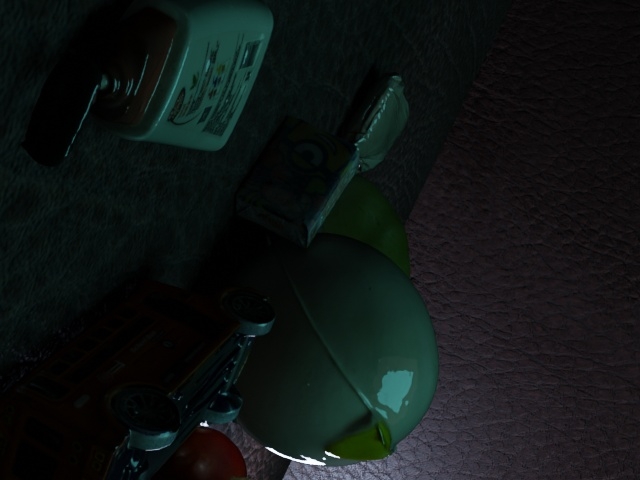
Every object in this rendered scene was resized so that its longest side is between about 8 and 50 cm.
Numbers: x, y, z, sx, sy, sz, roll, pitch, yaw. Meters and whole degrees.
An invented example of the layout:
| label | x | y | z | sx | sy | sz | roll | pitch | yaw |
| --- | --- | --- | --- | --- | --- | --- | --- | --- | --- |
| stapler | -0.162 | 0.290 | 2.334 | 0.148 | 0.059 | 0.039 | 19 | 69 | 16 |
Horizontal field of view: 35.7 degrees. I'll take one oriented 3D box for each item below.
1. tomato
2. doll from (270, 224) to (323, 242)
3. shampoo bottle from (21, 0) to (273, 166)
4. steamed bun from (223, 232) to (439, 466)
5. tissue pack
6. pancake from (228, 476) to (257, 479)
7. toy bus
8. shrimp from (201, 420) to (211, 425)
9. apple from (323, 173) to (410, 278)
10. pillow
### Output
| label | x | y | z | sx | sy | sz | roll | pitch | yaw |
| --- | --- | --- | --- | --- | --- | --- | --- | --- | --- |
| tomato | -0.190 | 0.381 | 1.510 | 0.195 | 0.136 | 0.195 | -61 | 169 | -20 |
| doll | -0.029 | -0.024 | 1.507 | 0.114 | 0.085 | 0.152 | -88 | -170 | -72 |
| shampoo bottle | -0.126 | -0.123 | 0.756 | 0.153 | 0.071 | 0.284 | -65 | 169 | 19 |
| steamed bun | 0.006 | 0.150 | 1.365 | 0.334 | 0.333 | 0.374 | -64 | 171 | -1 |
| tissue pack | -0.028 | -0.075 | 1.279 | 0.148 | 0.108 | 0.060 | -59 | 168 | -29 |
| pancake | -0.184 | 0.471 | 1.421 | 0.356 | 0.065 | 0.356 | -22 | 136 | -22 |
| toy bus | -0.168 | 0.140 | 0.953 | 0.329 | 0.153 | 0.143 | -44 | 159 | -61 |
| shrimp | -0.122 | 0.183 | 1.616 | 0.290 | 0.054 | 0.222 | -58 | 169 | -33 |
| apple | 0.019 | 0.071 | 1.836 | 0.311 | 0.320 | 0.360 | -22 | -176 | 15 |
| pillow | 0.100 | -0.205 | 1.779 | 0.173 | 0.067 | 0.270 | -59 | 170 | -2 |
